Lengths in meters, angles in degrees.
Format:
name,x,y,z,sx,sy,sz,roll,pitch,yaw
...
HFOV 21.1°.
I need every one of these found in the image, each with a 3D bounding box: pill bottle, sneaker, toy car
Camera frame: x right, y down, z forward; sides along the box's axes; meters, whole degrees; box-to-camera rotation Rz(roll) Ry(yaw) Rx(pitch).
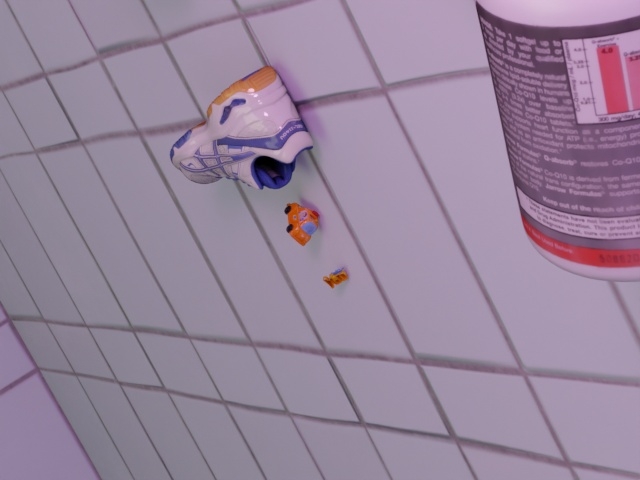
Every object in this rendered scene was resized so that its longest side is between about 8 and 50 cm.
name,x,y,z,sx,sy,sz,roll,pitch,yaw
pill bottle,0.234,-0.165,1.360,0.210,0.210,0.363,28,144,47
sneaker,-0.102,-0.108,2.192,0.131,0.112,0.296,55,157,2
toy car,0.000,0.000,2.247,0.040,0.060,0.122,-27,120,23
